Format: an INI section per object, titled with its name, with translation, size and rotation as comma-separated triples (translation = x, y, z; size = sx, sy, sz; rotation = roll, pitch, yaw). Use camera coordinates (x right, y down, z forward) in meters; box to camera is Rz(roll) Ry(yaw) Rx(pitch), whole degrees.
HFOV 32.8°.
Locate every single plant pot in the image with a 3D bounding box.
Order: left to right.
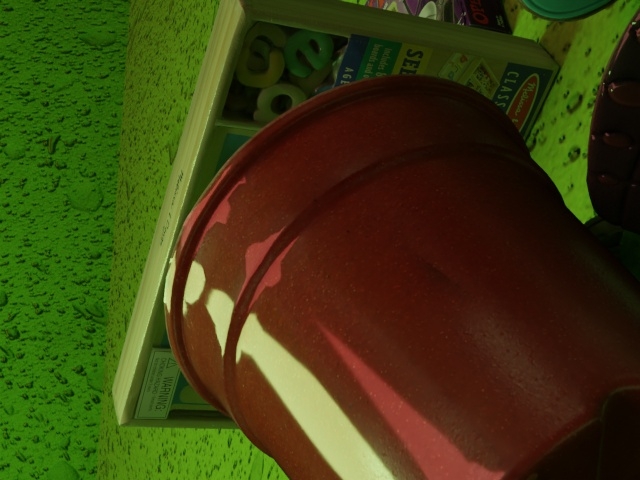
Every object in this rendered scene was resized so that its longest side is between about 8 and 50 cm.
[plant pot]
translation = 0.083, 0.084, 0.617
size = 0.265, 0.272, 0.272
rotation = 50, 130, 48

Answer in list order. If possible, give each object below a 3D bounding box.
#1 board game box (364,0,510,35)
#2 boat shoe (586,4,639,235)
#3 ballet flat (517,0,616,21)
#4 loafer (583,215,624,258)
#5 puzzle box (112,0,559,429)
[board game box]
translation = 0.072, -0.160, 1.109
size = 0.347, 0.056, 0.208
rotation = 121, 154, -46
[boat shoe]
translation = 0.242, -0.151, 0.585
size = 0.120, 0.122, 0.324
rotation = -53, -16, -59
[ballet flat]
translation = 0.226, -0.300, 0.688
size = 0.124, 0.116, 0.342
rotation = -75, 8, -53
[loafer]
translation = 0.182, 0.029, 0.760
size = 0.039, 0.045, 0.125
rotation = 66, 152, 27
[puzzle box]
translation = 0.000, 0.000, 0.919
size = 0.052, 0.272, 0.409
rotation = -116, 38, -49
